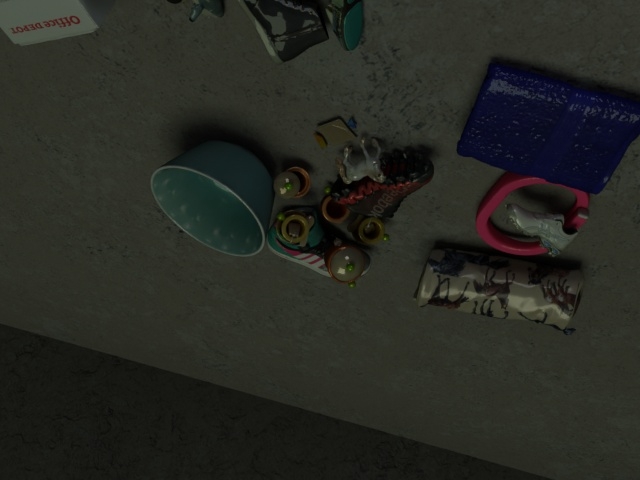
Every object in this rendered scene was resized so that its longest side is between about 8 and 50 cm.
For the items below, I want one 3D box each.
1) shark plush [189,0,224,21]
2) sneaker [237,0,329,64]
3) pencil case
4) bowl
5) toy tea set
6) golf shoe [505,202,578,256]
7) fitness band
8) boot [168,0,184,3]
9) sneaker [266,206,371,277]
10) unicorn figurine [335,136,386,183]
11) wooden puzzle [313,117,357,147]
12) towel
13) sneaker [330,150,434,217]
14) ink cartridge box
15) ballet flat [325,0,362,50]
[{"bbox_3d":[-0.197,-0.467,1.208,0.067,0.073,0.161,3,146,-17],"label":"shark plush"},{"bbox_3d":[-0.076,-0.435,1.191,0.118,0.083,0.222,-20,128,18],"label":"sneaker"},{"bbox_3d":[0.447,0.128,1.711,0.411,0.159,0.183,9,132,11],"label":"pencil case"},{"bbox_3d":[-0.235,-0.121,1.612,0.312,0.163,0.311,21,148,14],"label":"bowl"},{"bbox_3d":[0.013,-0.036,1.616,0.336,0.200,0.124,33,-178,-19],"label":"toy tea set"},{"bbox_3d":[0.482,-0.042,1.452,0.176,0.069,0.086,31,126,-22],"label":"golf shoe"},{"bbox_3d":[0.474,-0.062,1.510,0.209,0.054,0.290,19,146,-3],"label":"fitness band"},{"bbox_3d":[-0.308,-0.471,1.165,0.077,0.136,0.197,3,146,21],"label":"boot"},{"bbox_3d":[0.000,0.000,1.764,0.296,0.123,0.178,16,157,3],"label":"sneaker"},{"bbox_3d":[0.098,-0.167,1.463,0.060,0.111,0.162,-4,169,-29],"label":"unicorn figurine"},{"bbox_3d":[0.035,-0.240,1.477,0.117,0.014,0.078,-7,145,33],"label":"wooden puzzle"},{"bbox_3d":[0.437,-0.217,1.284,0.309,0.076,0.227,16,141,2],"label":"towel"},{"bbox_3d":[0.158,-0.119,1.525,0.276,0.097,0.135,-15,136,43],"label":"sneaker"},{"bbox_3d":[-0.546,-0.524,1.199,0.223,0.128,0.307,-1,144,25],"label":"ink cartridge box"},{"bbox_3d":[0.038,-0.421,1.169,0.070,0.070,0.188,11,145,10],"label":"ballet flat"}]
